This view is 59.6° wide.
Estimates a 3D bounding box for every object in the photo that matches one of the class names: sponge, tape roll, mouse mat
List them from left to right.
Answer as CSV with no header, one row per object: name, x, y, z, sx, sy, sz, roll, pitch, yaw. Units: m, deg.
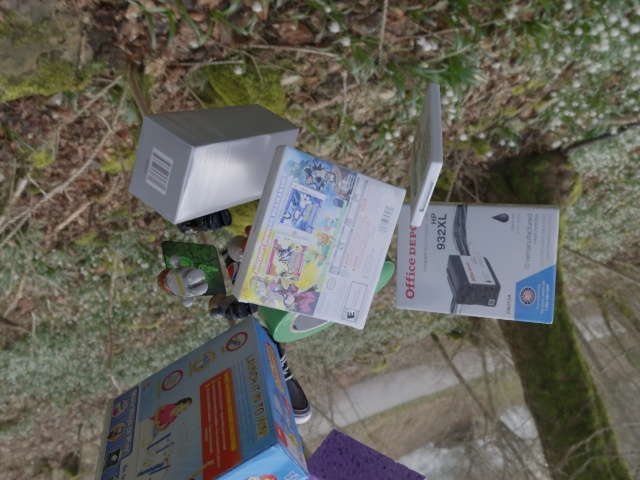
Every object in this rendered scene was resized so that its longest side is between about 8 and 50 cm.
mouse mat,-0.332,0.076,1.481,0.007,0.153,0.189,-28,160,33
tape roll,0.016,0.114,1.274,0.321,0.077,0.321,-28,157,-13
sponge,0.082,0.451,1.064,0.117,0.210,0.031,-40,139,-45

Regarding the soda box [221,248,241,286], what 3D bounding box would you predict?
soda box,-0.200,0.085,1.435,0.053,0.169,0.060,-35,138,6

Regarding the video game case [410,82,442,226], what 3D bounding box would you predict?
video game case,0.153,-0.125,0.821,0.019,0.157,0.143,6,146,0

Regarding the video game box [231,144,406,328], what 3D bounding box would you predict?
video game box,0.000,0.000,0.745,0.187,0.048,0.205,17,91,-26

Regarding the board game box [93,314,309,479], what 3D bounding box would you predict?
board game box,-0.193,0.297,0.856,0.301,0.308,0.086,-31,118,2

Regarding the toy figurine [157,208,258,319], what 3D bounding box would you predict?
toy figurine,-0.213,0.048,1.138,0.213,0.148,0.210,31,69,-39

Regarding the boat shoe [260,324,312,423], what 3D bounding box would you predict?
boat shoe,-0.143,0.417,1.777,0.127,0.340,0.158,-16,132,-44

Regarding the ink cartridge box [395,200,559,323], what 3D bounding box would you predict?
ink cartridge box,0.316,0.035,1.140,0.129,0.307,0.223,-14,106,-67

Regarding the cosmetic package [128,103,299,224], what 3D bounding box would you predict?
cosmetic package,-0.148,-0.122,0.829,0.238,0.107,0.127,-27,144,-55
